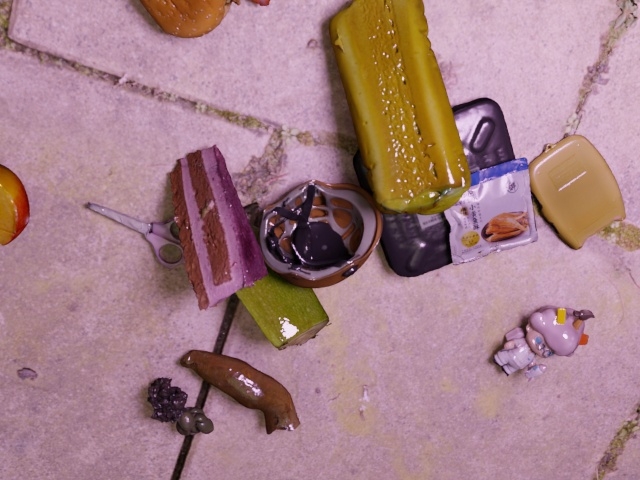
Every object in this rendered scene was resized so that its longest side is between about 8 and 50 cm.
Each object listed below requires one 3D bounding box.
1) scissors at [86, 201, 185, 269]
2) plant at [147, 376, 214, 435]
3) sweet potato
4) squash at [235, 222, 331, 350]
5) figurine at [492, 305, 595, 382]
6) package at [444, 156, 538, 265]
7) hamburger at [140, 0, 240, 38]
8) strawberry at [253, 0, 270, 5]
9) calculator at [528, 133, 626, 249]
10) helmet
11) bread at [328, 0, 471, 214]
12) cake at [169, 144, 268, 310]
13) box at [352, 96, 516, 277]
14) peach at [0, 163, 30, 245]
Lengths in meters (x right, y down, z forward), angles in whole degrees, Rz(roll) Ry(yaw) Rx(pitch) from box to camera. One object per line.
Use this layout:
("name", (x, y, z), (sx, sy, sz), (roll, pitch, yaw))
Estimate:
("scissors", (-0.334, -0.025, 1.100), (0.212, 0.021, 0.110), (25, 99, -13))
("plant", (-0.296, 0.354, 1.220), (0.085, 0.087, 0.174), (-20, 120, 40))
("sweet potato", (-0.159, 0.311, 1.212), (0.286, 0.085, 0.112), (33, 109, -16))
("squash", (-0.101, 0.067, 1.151), (0.111, 0.203, 0.288), (-38, 76, 7))
("figurine", (0.470, 0.207, 1.228), (0.229, 0.112, 0.137), (-40, 102, 23))
("package", (0.309, -0.051, 1.074), (0.171, 0.027, 0.173), (-17, 114, -1))
("hamburger", (-0.210, -0.393, 0.921), (0.147, 0.083, 0.138), (-17, 130, 31))
("strawberry", (-0.107, -0.471, 0.925), (0.147, 0.082, 0.187), (-3, 128, 18))
("calculator", (0.504, -0.095, 1.153), (0.157, 0.033, 0.236), (-36, 108, 9))
("helmet", (0.000, 0.000, 1.073), (0.224, 0.198, 0.130), (-21, 156, -11))
("bread", (0.132, -0.226, 0.982), (0.166, 0.112, 0.383), (-16, 89, 17))
("cake", (-0.182, -0.024, 1.027), (0.116, 0.113, 0.295), (-23, 73, 17))
("box", (0.233, -0.093, 1.104), (0.290, 0.073, 0.289), (-21, 111, 2))
("peach", (-0.566, -0.068, 1.011), (0.151, 0.118, 0.151), (0, 91, 29))
